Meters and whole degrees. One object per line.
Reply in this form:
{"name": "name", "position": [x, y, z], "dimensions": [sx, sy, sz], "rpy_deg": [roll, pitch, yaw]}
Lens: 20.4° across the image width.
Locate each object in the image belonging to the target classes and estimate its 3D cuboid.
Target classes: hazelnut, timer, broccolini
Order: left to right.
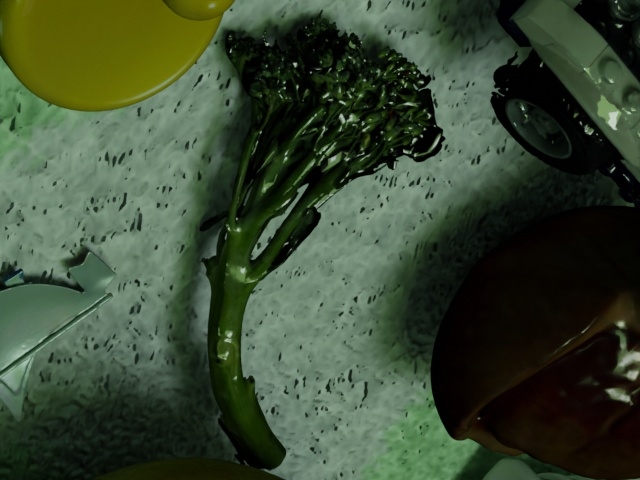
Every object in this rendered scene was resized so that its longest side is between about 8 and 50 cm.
{"name": "timer", "position": [-0.085, -0.101, 0.741], "dimensions": [0.107, 0.109, 0.107], "rpy_deg": [-20, 136, -21]}
{"name": "broccolini", "position": [-0.002, 0.007, 0.937], "dimensions": [0.123, 0.062, 0.271], "rpy_deg": [-3, 123, -16]}
{"name": "hazelnut", "position": [0.159, 0.067, 1.036], "dimensions": [0.202, 0.160, 0.170], "rpy_deg": [-20, 136, -30]}

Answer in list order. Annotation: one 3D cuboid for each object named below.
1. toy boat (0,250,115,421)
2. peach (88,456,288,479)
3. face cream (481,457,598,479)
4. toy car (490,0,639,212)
{"name": "toy boat", "position": [-0.171, 0.058, 0.877], "dimensions": [0.149, 0.034, 0.105], "rpy_deg": [-46, 141, 8]}
{"name": "peach", "position": [-0.072, 0.274, 0.954], "dimensions": [0.281, 0.314, 0.315], "rpy_deg": [-43, 125, -50]}
{"name": "face cream", "position": [0.220, 0.235, 1.274], "dimensions": [0.102, 0.102, 0.345], "rpy_deg": [-50, 139, 12]}
{"name": "toy car", "position": [0.209, -0.070, 0.904], "dimensions": [0.193, 0.118, 0.301], "rpy_deg": [-47, 110, -17]}
